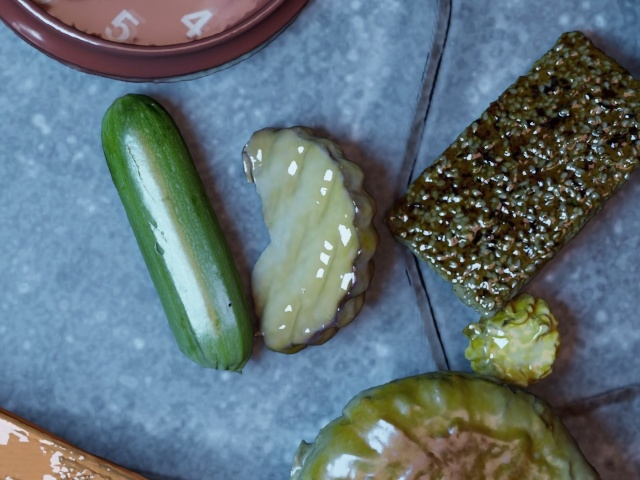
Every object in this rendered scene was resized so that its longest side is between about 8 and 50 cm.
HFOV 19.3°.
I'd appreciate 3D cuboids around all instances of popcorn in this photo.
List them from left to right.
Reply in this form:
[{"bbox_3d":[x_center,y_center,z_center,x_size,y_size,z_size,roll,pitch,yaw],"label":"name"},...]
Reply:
[{"bbox_3d":[0.154,0.082,1.522,0.083,0.057,0.082,16,95,-10],"label":"popcorn"}]

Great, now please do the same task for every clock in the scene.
[{"bbox_3d":[-0.136,-0.281,1.474,0.318,0.080,0.318,1,86,-8],"label":"clock"}]

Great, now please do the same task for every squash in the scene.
[{"bbox_3d":[-0.111,-0.003,1.483,0.069,0.069,0.239,-22,91,-6],"label":"squash"}]

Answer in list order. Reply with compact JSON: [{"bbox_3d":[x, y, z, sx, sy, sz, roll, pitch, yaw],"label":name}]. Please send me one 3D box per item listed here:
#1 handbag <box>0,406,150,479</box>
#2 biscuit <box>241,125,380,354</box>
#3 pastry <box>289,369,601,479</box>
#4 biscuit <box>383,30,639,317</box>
[{"bbox_3d":[-0.324,0.251,1.417,0.410,0.116,0.303,27,78,-6],"label":"handbag"},{"bbox_3d":[0.000,0.000,1.496,0.118,0.061,0.183,1,90,34],"label":"biscuit"},{"bbox_3d":[0.096,0.217,1.483,0.257,0.121,0.235,24,88,-9],"label":"pastry"},{"bbox_3d":[0.169,-0.056,1.515,0.131,0.025,0.231,42,84,20],"label":"biscuit"}]
